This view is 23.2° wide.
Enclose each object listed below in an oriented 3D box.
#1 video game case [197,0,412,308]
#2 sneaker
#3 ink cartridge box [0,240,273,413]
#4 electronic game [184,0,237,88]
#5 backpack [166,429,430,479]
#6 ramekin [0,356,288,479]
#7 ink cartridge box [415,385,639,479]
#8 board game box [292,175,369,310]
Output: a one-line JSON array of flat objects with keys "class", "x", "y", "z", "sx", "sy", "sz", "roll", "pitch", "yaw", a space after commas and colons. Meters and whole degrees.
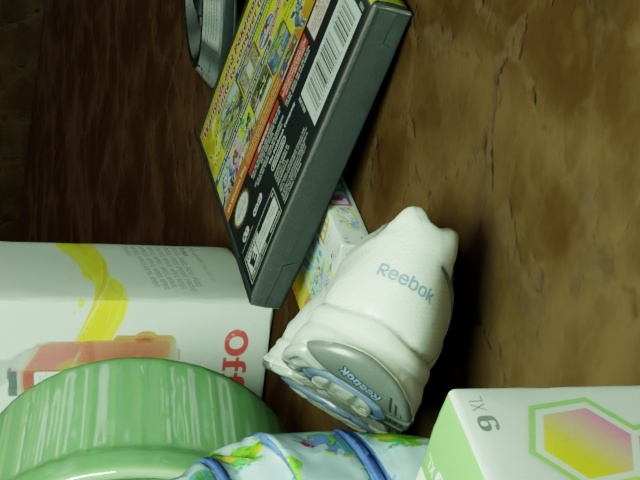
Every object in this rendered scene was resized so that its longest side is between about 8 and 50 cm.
[{"class": "video game case", "x": -0.023, "y": -0.127, "z": 1.258, "sx": 0.248, "sy": 0.035, "sz": 0.275, "roll": -112, "pitch": 39, "yaw": -51}, {"class": "sneaker", "x": 0.040, "y": 0.058, "z": 1.030, "sx": 0.129, "sy": 0.111, "sz": 0.297, "roll": -59, "pitch": 3, "yaw": -11}, {"class": "ink cartridge box", "x": -0.254, "y": 0.153, "z": 1.452, "sx": 0.160, "sy": 0.384, "sz": 0.279, "roll": -136, "pitch": 50, "yaw": -62}, {"class": "electronic game", "x": -0.108, "y": -0.268, "z": 1.575, "sx": 0.229, "sy": 0.048, "sz": 0.229, "roll": 179, "pitch": 90, "yaw": -80}, {"class": "backpack", "x": 0.015, "y": 0.277, "z": 0.879, "sx": 0.290, "sy": 0.273, "sz": 0.356, "roll": 108, "pitch": 169, "yaw": -59}, {"class": "ramekin", "x": -0.149, "y": 0.238, "z": 1.271, "sx": 0.148, "sy": 0.303, "sz": 0.303, "roll": -98, "pitch": 18, "yaw": -51}, {"class": "ink cartridge box", "x": 0.103, "y": 0.116, "z": 0.618, "sx": 0.109, "sy": 0.209, "sz": 0.062, "roll": -110, "pitch": 27, "yaw": -48}, {"class": "board game box", "x": 0.000, "y": 0.000, "z": 1.250, "sx": 0.154, "sy": 0.026, "sz": 0.103, "roll": -112, "pitch": 29, "yaw": -51}]
